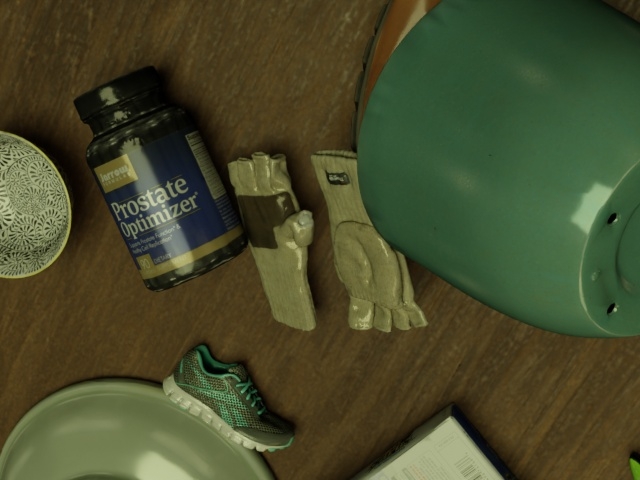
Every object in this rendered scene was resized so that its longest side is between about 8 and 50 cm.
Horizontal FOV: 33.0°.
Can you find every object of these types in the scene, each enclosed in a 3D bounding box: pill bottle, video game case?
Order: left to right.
[{"bbox_3d":[-0.174,-0.067,1.152,0.122,0.123,0.219,-22,98,20],"label":"pill bottle"},{"bbox_3d":[0.136,0.360,1.212,0.244,0.061,0.269,-39,91,12],"label":"video game case"}]

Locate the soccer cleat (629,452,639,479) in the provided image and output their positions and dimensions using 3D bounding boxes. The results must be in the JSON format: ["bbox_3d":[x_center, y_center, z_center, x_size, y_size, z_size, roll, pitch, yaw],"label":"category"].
[{"bbox_3d":[0.407,0.220,1.120,0.178,0.060,0.072,-29,85,22],"label":"soccer cleat"}]

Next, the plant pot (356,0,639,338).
[{"bbox_3d":[0.216,-0.055,0.916,0.235,0.293,0.293,42,122,49],"label":"plant pot"}]

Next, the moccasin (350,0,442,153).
[{"bbox_3d":[0.133,-0.186,1.035,0.147,0.139,0.380,22,102,17],"label":"moccasin"}]

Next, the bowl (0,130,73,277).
[{"bbox_3d":[-0.343,-0.049,1.228,0.170,0.080,0.170,5,108,14],"label":"bowl"}]

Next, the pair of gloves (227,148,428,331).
[{"bbox_3d":[0.000,0.000,1.119,0.240,0.042,0.204,1,115,50],"label":"pair of gloves"}]

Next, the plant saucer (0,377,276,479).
[{"bbox_3d":[-0.236,0.369,1.319,0.400,0.100,0.401,5,108,14],"label":"plant saucer"}]

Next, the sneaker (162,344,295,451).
[{"bbox_3d":[-0.099,0.180,1.244,0.166,0.065,0.076,29,108,4],"label":"sneaker"}]
